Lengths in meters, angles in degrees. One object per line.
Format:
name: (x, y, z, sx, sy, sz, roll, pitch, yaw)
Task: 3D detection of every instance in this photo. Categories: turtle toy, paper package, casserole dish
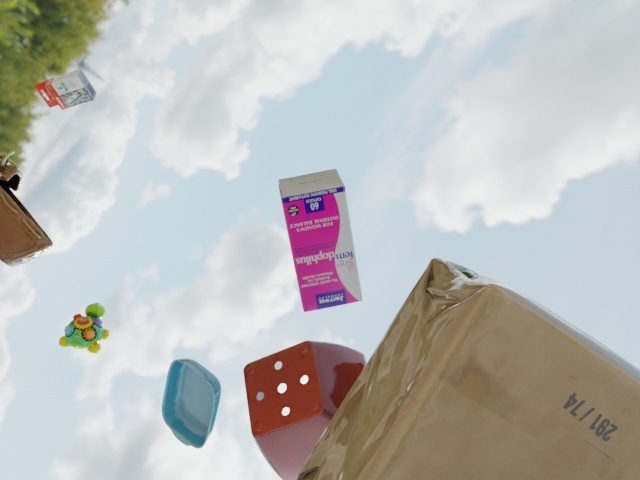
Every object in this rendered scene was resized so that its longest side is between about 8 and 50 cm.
turtle toy: (-0.521, 0.192, 1.701, 0.130, 0.095, 0.066, -72, 171, -56)
paper package: (0.189, 0.227, 0.766, 0.309, 0.324, 0.168, -59, -168, 0)
casserole dish: (-0.229, 0.289, 1.374, 0.114, 0.037, 0.188, 31, -57, 24)

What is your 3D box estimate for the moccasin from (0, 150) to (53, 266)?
moccasin: (-0.738, -0.131, 1.746, 0.147, 0.380, 0.139, -30, 172, -6)

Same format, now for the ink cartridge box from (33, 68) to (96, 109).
ink cartridge box: (-0.519, -0.300, 1.542, 0.115, 0.063, 0.029, -14, -138, 15)

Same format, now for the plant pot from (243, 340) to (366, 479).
plant pot: (-0.036, 0.376, 1.772, 0.267, 0.236, 0.267, -23, -127, 15)

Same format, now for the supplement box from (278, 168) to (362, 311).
supplement box: (0.000, 0.000, 1.356, 0.111, 0.220, 0.114, -12, -158, -2)
